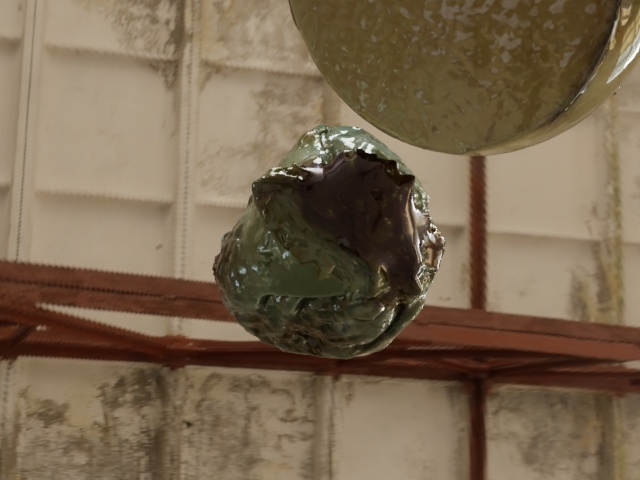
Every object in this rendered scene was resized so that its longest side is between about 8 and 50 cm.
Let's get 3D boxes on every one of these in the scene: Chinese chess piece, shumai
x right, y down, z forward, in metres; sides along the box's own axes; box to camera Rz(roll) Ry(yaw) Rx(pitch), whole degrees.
[{"bbox_3d":[0.096,-0.179,0.732,0.097,0.251,0.251,-30,-88,-50],"label":"Chinese chess piece"},{"bbox_3d":[-0.005,0.004,0.825,0.184,0.142,0.184,-4,-103,18],"label":"shumai"}]

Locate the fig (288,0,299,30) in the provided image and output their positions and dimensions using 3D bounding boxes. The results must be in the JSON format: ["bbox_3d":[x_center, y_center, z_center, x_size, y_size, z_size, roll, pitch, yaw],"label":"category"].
[{"bbox_3d":[0.105,-0.296,1.064,0.217,0.321,0.217,16,-133,-18],"label":"fig"}]
